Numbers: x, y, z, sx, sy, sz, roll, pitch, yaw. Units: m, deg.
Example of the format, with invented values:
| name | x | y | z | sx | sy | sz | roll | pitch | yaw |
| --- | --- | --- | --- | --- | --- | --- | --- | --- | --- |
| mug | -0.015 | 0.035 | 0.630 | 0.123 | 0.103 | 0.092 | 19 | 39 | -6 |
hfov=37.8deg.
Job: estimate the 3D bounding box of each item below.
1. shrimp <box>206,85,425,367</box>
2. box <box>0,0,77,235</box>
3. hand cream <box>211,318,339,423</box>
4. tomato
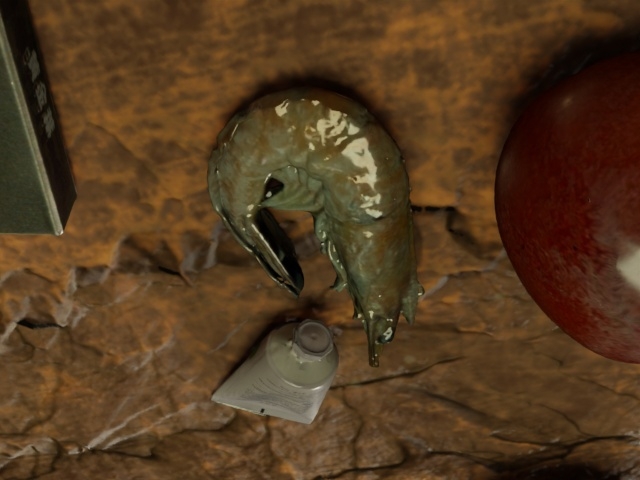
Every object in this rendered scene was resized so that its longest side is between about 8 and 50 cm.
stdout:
| name | x | y | z | sx | sy | sz | roll | pitch | yaw |
| --- | --- | --- | --- | --- | --- | --- | --- | --- | --- |
| shrimp | 0.000 | 0.000 | 0.596 | 0.126 | 0.047 | 0.223 | -3 | 129 | 14 |
| box | -0.321 | -0.082 | 0.540 | 0.325 | 0.047 | 0.180 | 1 | 133 | 4 |
| hand cream | -0.026 | 0.100 | 0.696 | 0.084 | 0.053 | 0.142 | 17 | 147 | -10 |
| tomato | 0.173 | -0.013 | 0.503 | 0.167 | 0.167 | 0.167 | 2 | 133 | 2 |
